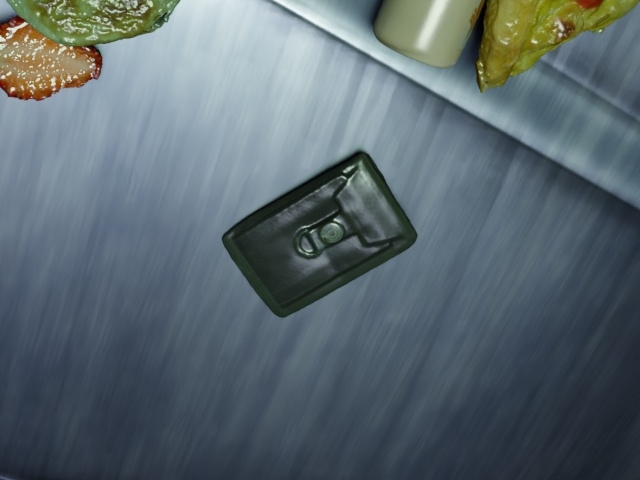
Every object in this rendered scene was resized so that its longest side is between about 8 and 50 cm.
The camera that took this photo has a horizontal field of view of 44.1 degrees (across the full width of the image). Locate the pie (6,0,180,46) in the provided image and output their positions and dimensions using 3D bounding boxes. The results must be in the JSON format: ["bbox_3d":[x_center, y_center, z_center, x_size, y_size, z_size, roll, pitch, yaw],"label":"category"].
[{"bbox_3d":[-0.255,-0.327,0.871,0.241,0.054,0.240,-10,122,-17],"label":"pie"}]

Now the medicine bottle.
[{"bbox_3d":[0.157,-0.336,0.922,0.114,0.114,0.252,15,114,-17],"label":"medicine bottle"}]

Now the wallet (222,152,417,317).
[{"bbox_3d":[0.000,0.000,1.117,0.245,0.052,0.168,-30,116,9],"label":"wallet"}]

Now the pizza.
[{"bbox_3d":[0.326,-0.317,0.935,0.288,0.075,0.279,-16,136,-25],"label":"pizza"}]

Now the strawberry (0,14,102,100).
[{"bbox_3d":[-0.338,-0.217,0.939,0.152,0.048,0.103,5,111,-31],"label":"strawberry"}]
